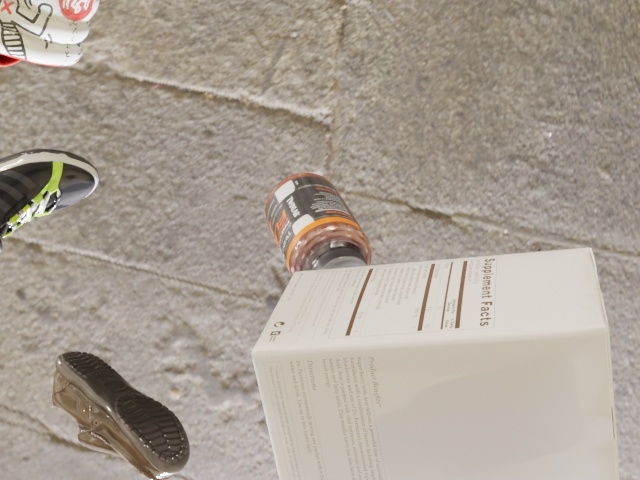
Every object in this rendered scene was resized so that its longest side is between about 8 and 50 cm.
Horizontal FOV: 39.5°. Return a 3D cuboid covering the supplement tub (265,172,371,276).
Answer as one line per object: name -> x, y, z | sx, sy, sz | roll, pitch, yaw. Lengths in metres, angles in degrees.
supplement tub -> 0.000, 0.000, 1.111 | 0.106, 0.198, 0.106 | -8, 121, -14

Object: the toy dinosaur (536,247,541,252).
toy dinosaur -> 0.329, 0.070, 1.201 | 0.183, 0.053, 0.092 | 51, 149, 29

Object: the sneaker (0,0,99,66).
sneaker -> -0.241, -0.198, 0.558 | 0.270, 0.090, 0.144 | 25, 110, 24

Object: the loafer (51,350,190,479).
loafer -> -0.394, 0.357, 1.734 | 0.366, 0.134, 0.130 | 34, 108, 34

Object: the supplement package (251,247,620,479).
supplement package -> 0.112, 0.128, 0.819 | 0.293, 0.175, 0.177 | -5, 110, 14

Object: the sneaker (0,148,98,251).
sneaker -> -0.326, -0.024, 0.892 | 0.097, 0.235, 0.084 | 56, 140, 24
